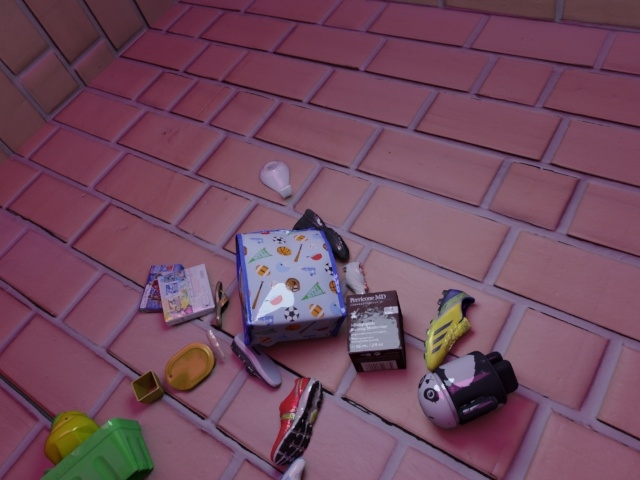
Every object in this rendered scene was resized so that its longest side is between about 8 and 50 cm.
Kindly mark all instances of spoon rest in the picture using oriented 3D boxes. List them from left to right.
[{"bbox_3d":[-0.181,-0.258,2.219,0.137,0.084,0.276,-25,39,-4],"label":"spoon rest"}]

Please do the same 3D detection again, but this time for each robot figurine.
[{"bbox_3d":[0.416,0.422,1.488,0.278,0.209,0.173,-24,65,-2],"label":"robot figurine"}]

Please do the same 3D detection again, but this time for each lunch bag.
[{"bbox_3d":[-0.115,0.137,1.756,0.328,0.239,0.385,-4,60,-15],"label":"lunch bag"}]

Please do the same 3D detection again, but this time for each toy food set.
[{"bbox_3d":[-0.433,0.427,1.810,0.218,0.071,0.128,-37,78,-9],"label":"toy food set"}]

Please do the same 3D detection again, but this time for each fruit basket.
[{"bbox_3d":[-0.756,0.674,1.620,0.392,0.283,0.392,-1,68,1],"label":"fruit basket"}]

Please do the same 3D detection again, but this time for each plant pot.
[{"bbox_3d":[-0.582,0.510,1.776,0.081,0.083,0.081,-32,53,-9],"label":"plant pot"}]

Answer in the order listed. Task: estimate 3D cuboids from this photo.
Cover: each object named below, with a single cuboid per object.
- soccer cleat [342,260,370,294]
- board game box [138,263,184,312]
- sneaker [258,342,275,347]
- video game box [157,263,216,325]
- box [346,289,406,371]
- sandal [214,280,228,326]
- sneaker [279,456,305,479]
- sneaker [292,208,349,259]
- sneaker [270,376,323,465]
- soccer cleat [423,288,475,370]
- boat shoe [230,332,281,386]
[{"bbox_3d":[0.127,0.157,1.835,0.076,0.068,0.196,-20,45,8],"label":"soccer cleat"},{"bbox_3d":[-0.627,0.188,2.048,0.136,0.035,0.201,-4,55,14],"label":"board game box"},{"bbox_3d":[-0.207,0.271,1.839,0.086,0.085,0.237,-27,48,9],"label":"sneaker"},{"bbox_3d":[-0.508,0.204,1.968,0.187,0.048,0.205,-15,56,-10],"label":"video game box"},{"bbox_3d":[0.178,0.292,1.655,0.169,0.167,0.203,-8,54,11],"label":"box"},{"bbox_3d":[-0.364,0.236,1.920,0.049,0.072,0.180,-5,55,-6],"label":"sandal"},{"bbox_3d":[-0.092,0.737,1.482,0.092,0.087,0.228,26,61,6],"label":"sneaker"},{"bbox_3d":[0.000,0.000,1.970,0.130,0.109,0.286,-44,48,-4],"label":"sneaker"},{"bbox_3d":[-0.087,0.556,1.609,0.118,0.107,0.279,1,51,39],"label":"sneaker"},{"bbox_3d":[0.410,0.282,1.642,0.121,0.093,0.289,13,60,24],"label":"soccer cleat"},{"bbox_3d":[-0.225,0.415,1.747,0.228,0.080,0.076,43,110,19],"label":"boat shoe"}]
